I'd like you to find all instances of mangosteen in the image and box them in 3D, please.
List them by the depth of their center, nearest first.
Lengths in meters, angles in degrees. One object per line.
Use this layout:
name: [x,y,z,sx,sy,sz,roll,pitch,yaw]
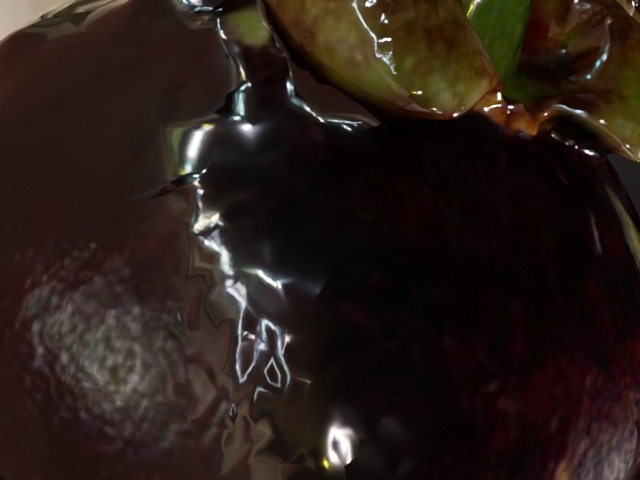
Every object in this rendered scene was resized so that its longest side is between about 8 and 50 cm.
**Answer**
mangosteen: [0.000,0.000,0.486,0.265,0.228,0.228,-62,-162,21]

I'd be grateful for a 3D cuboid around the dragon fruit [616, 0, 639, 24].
dragon fruit: [0.119,-0.163,0.884,0.315,0.250,0.250,38,-25,49]
